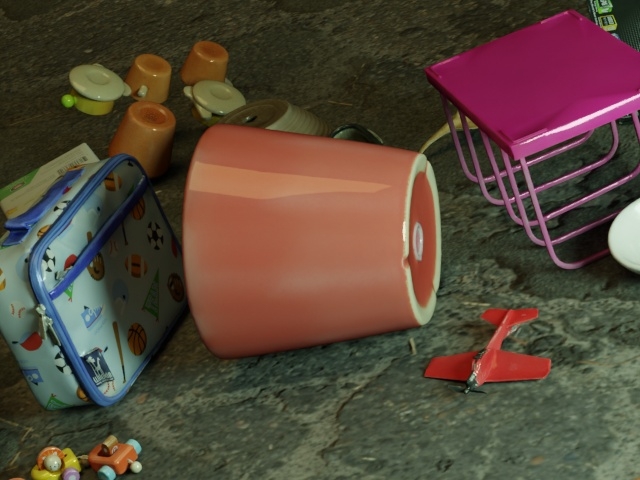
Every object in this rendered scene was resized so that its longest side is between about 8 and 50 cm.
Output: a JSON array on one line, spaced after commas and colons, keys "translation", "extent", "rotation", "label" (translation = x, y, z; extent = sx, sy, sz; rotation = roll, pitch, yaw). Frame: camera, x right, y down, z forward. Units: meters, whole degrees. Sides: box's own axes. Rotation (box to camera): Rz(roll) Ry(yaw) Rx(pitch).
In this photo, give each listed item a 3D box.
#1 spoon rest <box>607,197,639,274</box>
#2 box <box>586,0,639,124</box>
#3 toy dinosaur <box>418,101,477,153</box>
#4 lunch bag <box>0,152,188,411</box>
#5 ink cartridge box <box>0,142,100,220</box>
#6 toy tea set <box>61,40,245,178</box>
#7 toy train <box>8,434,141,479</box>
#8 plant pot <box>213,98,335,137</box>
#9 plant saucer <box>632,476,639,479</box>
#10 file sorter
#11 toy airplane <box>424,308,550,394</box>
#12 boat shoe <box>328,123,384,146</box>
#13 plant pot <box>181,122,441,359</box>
[{"translation": [0.442, -0.035, 1.777], "extent": [0.276, 0.084, 0.137], "rotation": [-17, 34, 7], "label": "spoon rest"}, {"translation": [0.442, -0.247, 2.067], "extent": [0.184, 0.190, 0.045], "rotation": [-5, 28, 28], "label": "box"}, {"translation": [0.196, -0.166, 2.250], "extent": [0.183, 0.053, 0.092], "rotation": [-21, 27, -1], "label": "toy dinosaur"}, {"translation": [-0.278, 0.045, 1.981], "extent": [0.115, 0.243, 0.303], "rotation": [-8, 28, 26], "label": "lunch bag"}, {"translation": [-0.352, -0.037, 2.313], "extent": [0.154, 0.093, 0.212], "rotation": [-30, 25, -9], "label": "ink cartridge box"}, {"translation": [-0.241, -0.196, 2.572], "extent": [0.200, 0.124, 0.336], "rotation": [42, 40, 25], "label": "toy tea set"}, {"translation": [-0.279, 0.258, 1.798], "extent": [0.125, 0.046, 0.166], "rotation": [4, 35, 42], "label": "toy train"}, {"translation": [-0.079, -0.123, 2.309], "extent": [0.237, 0.109, 0.237], "rotation": [-16, 26, 8], "label": "plant pot"}, {"translation": [0.300, 0.253, 1.394], "extent": [0.200, 0.037, 0.200], "rotation": [-17, 27, 9], "label": "plant saucer"}, {"translation": [0.283, -0.119, 1.950], "extent": [0.202, 0.182, 0.290], "rotation": [-23, 27, -6], "label": "file sorter"}, {"translation": [0.185, 0.114, 1.752], "extent": [0.151, 0.028, 0.151], "rotation": [-18, 26, 9], "label": "toy airplane"}, {"translation": [0.055, -0.058, 2.103], "extent": [0.114, 0.091, 0.302], "rotation": [-23, 26, -3], "label": "boat shoe"}, {"translation": [0.000, 0.000, 1.869], "extent": [0.243, 0.275, 0.275], "rotation": [0, 31, 16], "label": "plant pot"}]
